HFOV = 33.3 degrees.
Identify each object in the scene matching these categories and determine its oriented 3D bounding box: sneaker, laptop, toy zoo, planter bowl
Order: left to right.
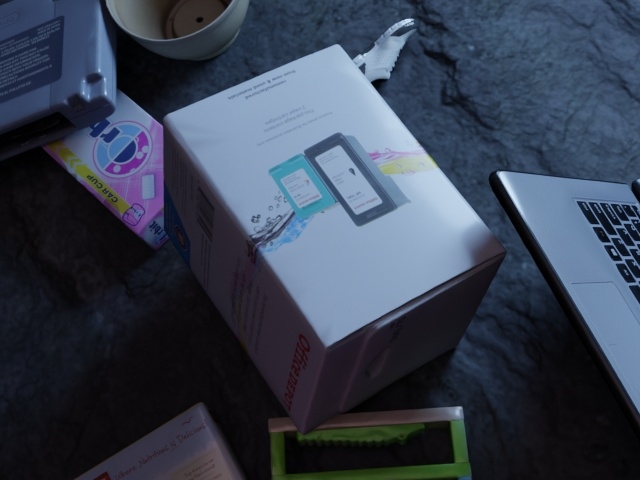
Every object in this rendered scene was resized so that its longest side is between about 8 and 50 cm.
[{"bbox_3d":[-0.151,-0.271,1.220,0.162,0.109,0.162,-4,70,11],"label":"planter bowl"},{"bbox_3d":[0.053,0.303,0.985,0.192,0.030,0.293,-3,65,0],"label":"toy zoo"},{"bbox_3d":[0.071,-0.202,1.189,0.109,0.040,0.044,-43,84,0],"label":"sneaker"},{"bbox_3d":[0.419,0.042,0.922,0.236,0.408,0.382,-43,62,33],"label":"laptop"}]

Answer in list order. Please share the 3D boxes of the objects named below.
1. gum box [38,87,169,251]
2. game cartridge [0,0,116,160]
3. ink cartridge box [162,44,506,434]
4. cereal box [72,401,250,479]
[{"bbox_3d":[-0.218,-0.090,1.196,0.188,0.062,0.107,40,83,22],"label":"gum box"},{"bbox_3d":[-0.364,-0.184,1.229,0.297,0.062,0.198,-18,52,18],"label":"game cartridge"},{"bbox_3d":[0.000,0.000,1.016,0.197,0.198,0.270,-27,66,-22],"label":"ink cartridge box"},{"bbox_3d":[-0.130,0.304,1.047,0.173,0.047,0.240,-31,67,0],"label":"cereal box"}]
